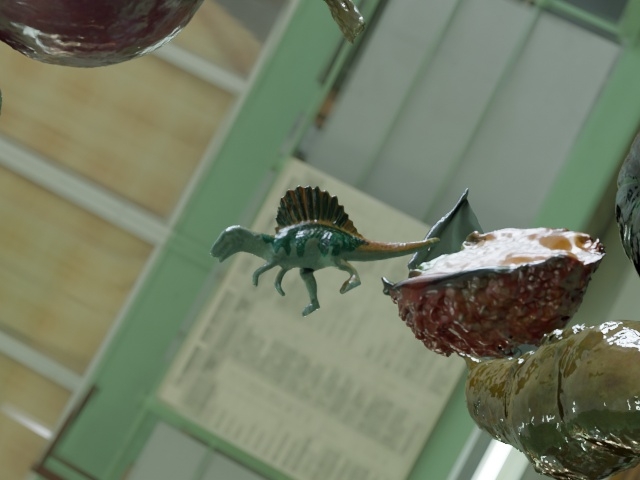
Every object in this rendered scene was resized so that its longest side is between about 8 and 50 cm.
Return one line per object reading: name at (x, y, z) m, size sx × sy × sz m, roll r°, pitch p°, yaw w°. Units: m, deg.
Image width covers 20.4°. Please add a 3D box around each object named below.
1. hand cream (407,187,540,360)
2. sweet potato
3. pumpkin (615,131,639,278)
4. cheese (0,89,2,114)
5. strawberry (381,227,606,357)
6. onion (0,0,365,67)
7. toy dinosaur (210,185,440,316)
hand cream at (0.187, 0.108, 1.804) m, size 0.336 × 0.076 × 0.121 m, roll 58°, pitch -135°, yaw -29°
sweet potato at (0.107, 0.067, 0.738) m, size 0.067 × 0.067 × 0.274 m, roll -60°, pitch 11°, yaw -10°
pumpkin at (0.316, -0.037, 1.415) m, size 0.150 × 0.194 × 0.194 m, roll -10°, pitch -47°, yaw -33°
cheese at (-0.461, -0.112, 2.006) m, size 0.154 × 0.198 × 0.189 m, roll 6°, pitch -87°, yaw -50°
strawberry at (0.137, 0.042, 1.363) m, size 0.140 × 0.192 × 0.085 m, roll -43°, pitch -62°, yaw -70°
onion at (-0.143, -0.301, 1.407) m, size 0.358 × 0.345 × 0.358 m, roll -44°, pitch 33°, yaw 40°
toy dinosaur at (0.001, -0.001, 1.565) m, size 0.187 × 0.106 × 0.044 m, roll -29°, pitch -4°, yaw -8°
